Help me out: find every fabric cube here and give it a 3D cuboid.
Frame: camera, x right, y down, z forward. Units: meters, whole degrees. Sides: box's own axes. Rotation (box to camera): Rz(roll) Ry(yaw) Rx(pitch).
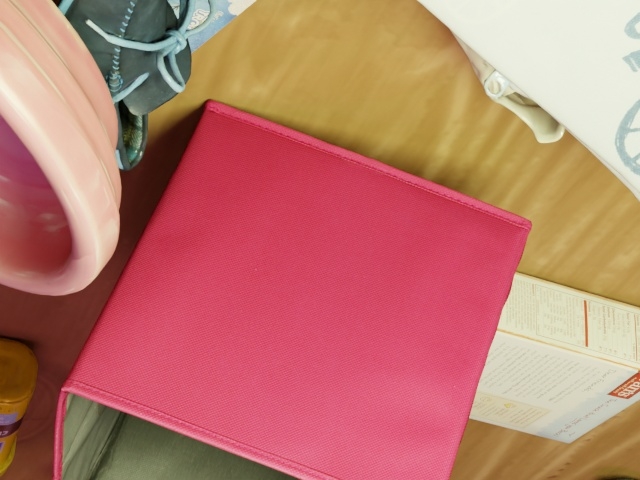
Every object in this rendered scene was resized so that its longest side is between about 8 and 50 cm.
[{"bbox_3d":[-0.027,0.107,1.254,0.254,0.258,0.259,19,144,2],"label":"fabric cube"}]

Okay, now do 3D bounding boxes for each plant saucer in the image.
[{"bbox_3d":[-0.243,-0.106,1.040,0.332,0.084,0.332,31,156,16],"label":"plant saucer"}]

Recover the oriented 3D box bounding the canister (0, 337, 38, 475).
[{"bbox_3d":[-0.329,0.150,1.594,0.126,0.073,0.170,11,147,-14],"label":"canister"}]

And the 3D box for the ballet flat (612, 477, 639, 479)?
[{"bbox_3d":[0.331,0.284,1.792,0.057,0.049,0.173,-18,143,29],"label":"ballet flat"}]

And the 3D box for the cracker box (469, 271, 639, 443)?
[{"bbox_3d":[0.153,0.092,1.468,0.232,0.067,0.156,17,147,-21],"label":"cracker box"}]

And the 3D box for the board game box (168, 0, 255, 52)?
[{"bbox_3d":[-0.094,-0.161,1.109,0.090,0.020,0.090,22,144,-30],"label":"board game box"}]

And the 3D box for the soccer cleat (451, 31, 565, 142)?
[{"bbox_3d":[0.111,-0.134,1.085,0.068,0.076,0.196,-16,144,27],"label":"soccer cleat"}]

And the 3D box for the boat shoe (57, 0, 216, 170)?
[{"bbox_3d":[-0.112,-0.124,1.065,0.089,0.109,0.258,30,158,-3],"label":"boat shoe"}]

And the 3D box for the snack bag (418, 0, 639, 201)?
[{"bbox_3d":[0.228,-0.173,0.988,0.323,0.037,0.342,-35,132,25],"label":"snack bag"}]
